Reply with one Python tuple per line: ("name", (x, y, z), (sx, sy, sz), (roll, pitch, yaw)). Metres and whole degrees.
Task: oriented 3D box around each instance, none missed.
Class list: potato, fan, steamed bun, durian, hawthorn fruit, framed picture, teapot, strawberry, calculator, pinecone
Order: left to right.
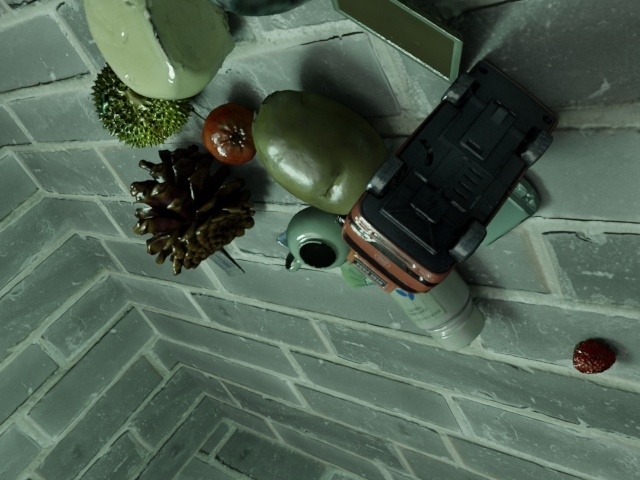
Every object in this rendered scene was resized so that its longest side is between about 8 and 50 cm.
("durian", (-0.491, -0.382, 1.826), (0.291, 0.225, 0.291), (13, 110, 37))
("steamed bun", (-0.363, -0.497, 1.535), (0.312, 0.233, 0.333), (18, 134, 38))
("pinecone", (-0.398, -0.116, 1.976), (0.384, 0.384, 0.384), (29, 148, 20))
("hawthorn fruit", (-0.268, -0.293, 1.799), (0.285, 0.165, 0.165), (24, 149, 51))
("potato", (-0.004, -0.199, 1.524), (0.326, 0.221, 0.243), (28, 160, 3))
("teapot", (0.000, 0.000, 1.832), (0.193, 0.129, 0.294), (37, 131, -21))
("fan", (0.114, 0.090, 1.986), (0.131, 0.009, 0.240), (42, 151, 3))
("framed picture", (0.131, -0.394, 1.213), (0.296, 0.019, 0.232), (36, 180, 9))
("calculator", (0.359, -0.071, 1.447), (0.141, 0.045, 0.246), (40, 151, 1))
("strawberry", (0.630, 0.269, 1.562), (0.096, 0.083, 0.083), (-5, 134, 15))

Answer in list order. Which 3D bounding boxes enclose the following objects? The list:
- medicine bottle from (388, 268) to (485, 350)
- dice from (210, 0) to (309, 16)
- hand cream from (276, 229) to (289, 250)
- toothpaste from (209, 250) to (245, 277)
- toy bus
("medicine bottle", (0.273, 0.126, 1.687), (0.293, 0.170, 0.170), (48, 150, -14))
("dice", (-0.091, -0.546, 0.952), (0.348, 0.330, 0.328), (53, 132, 13))
("hand cream", (-0.071, -0.019, 2.008), (0.088, 0.055, 0.256), (31, 153, -4))
("toothpaste", (-0.402, 0.038, 2.469), (0.282, 0.068, 0.099), (46, 178, -21))
("toy bus", (0.217, -0.104, 1.189), (0.203, 0.427, 0.233), (39, 153, 4))
